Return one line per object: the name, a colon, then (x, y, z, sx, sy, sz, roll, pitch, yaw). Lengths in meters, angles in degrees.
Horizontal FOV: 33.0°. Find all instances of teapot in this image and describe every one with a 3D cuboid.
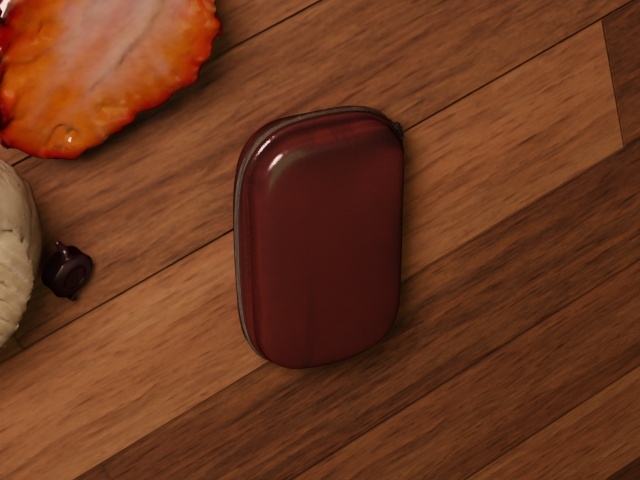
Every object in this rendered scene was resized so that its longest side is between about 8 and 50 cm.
teapot: (-0.339, 0.041, 1.435, 0.068, 0.045, 0.100, -35, 149, -34)

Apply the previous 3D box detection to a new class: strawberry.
strawberry: (-0.275, -0.256, 1.253, 0.265, 0.149, 0.336, 20, 116, -42)

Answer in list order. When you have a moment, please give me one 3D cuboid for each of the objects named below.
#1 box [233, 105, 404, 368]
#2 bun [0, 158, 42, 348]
box: (0.000, 0.000, 1.558, 0.263, 0.108, 0.404, -13, 122, -23)
bun: (-0.494, 0.014, 1.221, 0.359, 0.211, 0.360, -21, 142, -18)
